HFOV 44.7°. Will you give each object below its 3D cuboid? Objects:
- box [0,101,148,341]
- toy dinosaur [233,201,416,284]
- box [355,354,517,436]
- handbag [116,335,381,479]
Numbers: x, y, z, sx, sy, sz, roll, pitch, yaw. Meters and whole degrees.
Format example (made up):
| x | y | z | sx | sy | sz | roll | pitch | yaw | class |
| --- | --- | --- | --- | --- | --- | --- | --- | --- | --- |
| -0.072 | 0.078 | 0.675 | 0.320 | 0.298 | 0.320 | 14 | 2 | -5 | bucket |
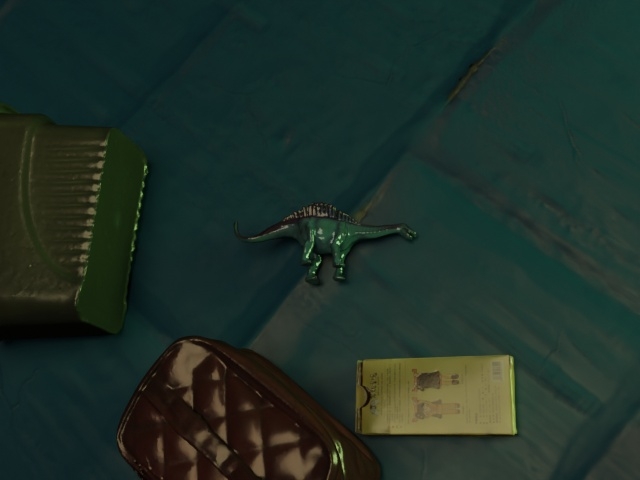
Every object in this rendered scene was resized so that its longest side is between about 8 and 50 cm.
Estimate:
| x | y | z | sx | sy | sz | roll | pitch | yaw | class |
| --- | --- | --- | --- | --- | --- | --- | --- | --- | --- |
| -0.307 | -0.019 | 0.885 | 0.178 | 0.138 | 0.274 | 0 | 73 | 14 | box |
| 0.000 | 0.000 | 0.805 | 0.197 | 0.045 | 0.080 | 2 | 58 | 14 | toy dinosaur |
| 0.105 | 0.145 | 0.721 | 0.149 | 0.020 | 0.073 | -4 | 70 | 19 | box |
| -0.066 | 0.190 | 0.705 | 0.225 | 0.135 | 0.146 | 37 | 90 | 27 | handbag |
